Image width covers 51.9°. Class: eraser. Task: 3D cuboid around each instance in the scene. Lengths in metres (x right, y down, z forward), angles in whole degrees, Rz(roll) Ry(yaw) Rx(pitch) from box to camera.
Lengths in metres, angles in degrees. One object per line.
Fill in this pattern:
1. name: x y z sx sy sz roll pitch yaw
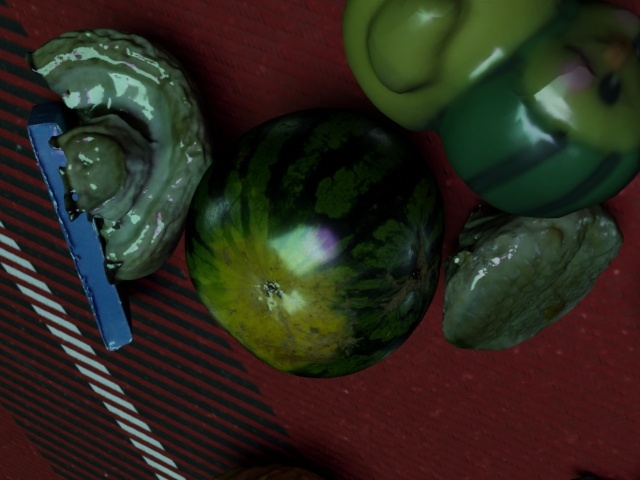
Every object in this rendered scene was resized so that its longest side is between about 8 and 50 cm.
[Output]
1. eraser: -0.308 -0.020 0.862 0.042 0.144 0.312 -16 116 -13

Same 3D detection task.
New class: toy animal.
1. toy animal: 0.127 -0.166 0.543 0.338 0.216 0.191 47 153 -4

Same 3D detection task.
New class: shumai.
1. shumai: 0.191 0.019 0.664 0.120 0.201 0.201 59 138 39

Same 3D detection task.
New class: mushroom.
1. mushroom: -0.198 -0.097 0.743 0.164 0.189 0.267 -17 81 -6

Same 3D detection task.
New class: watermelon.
1. watermelon: -0.004 0.002 0.662 0.269 0.269 0.269 11 122 19

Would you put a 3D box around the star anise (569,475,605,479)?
1. star anise: 0.415 0.363 0.755 0.282 0.129 0.212 -23 100 42

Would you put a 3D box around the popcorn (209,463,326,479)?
1. popcorn: -0.050 0.441 0.963 0.332 0.225 0.265 12 136 -7
